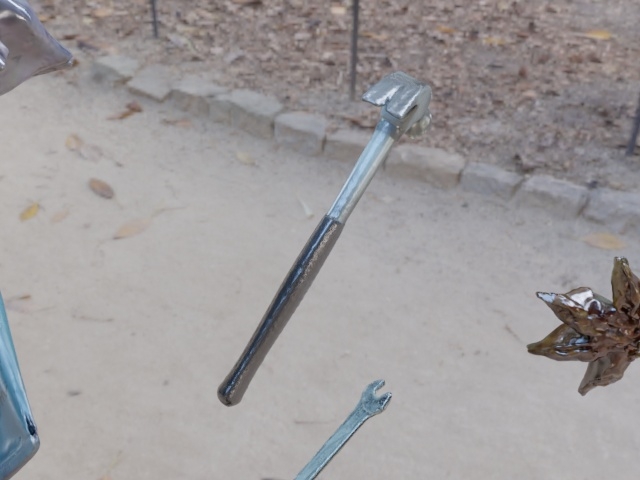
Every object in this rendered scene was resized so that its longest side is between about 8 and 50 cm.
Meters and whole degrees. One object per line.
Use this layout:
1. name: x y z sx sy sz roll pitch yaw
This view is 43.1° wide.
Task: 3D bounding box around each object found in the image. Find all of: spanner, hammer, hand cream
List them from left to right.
1. hand cream: -0.281 0.091 0.671 0.048 0.083 0.224 17 38 -51
2. hammer: 0.000 0.000 0.524 0.029 0.246 0.103 31 -3 13
3. spanner: 0.007 0.342 1.297 0.302 0.017 0.071 -48 31 -4

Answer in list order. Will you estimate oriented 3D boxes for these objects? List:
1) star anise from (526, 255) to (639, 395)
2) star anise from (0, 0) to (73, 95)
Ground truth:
1. star anise: 0.398 0.113 0.998 0.288 0.288 0.088 3 50 2
2. star anise: -0.222 -0.120 0.363 0.229 0.093 0.236 14 15 -39
